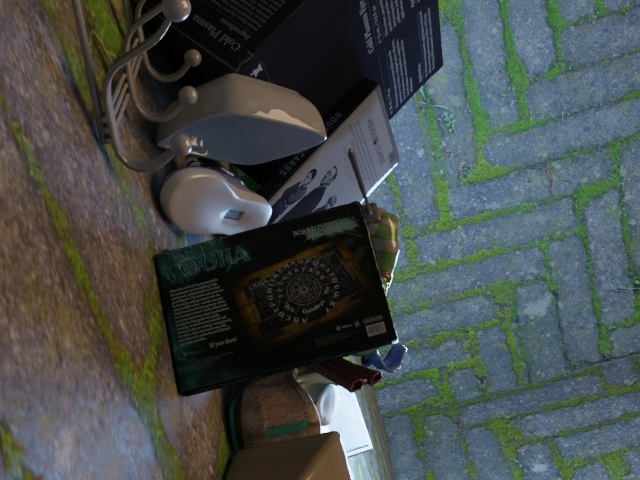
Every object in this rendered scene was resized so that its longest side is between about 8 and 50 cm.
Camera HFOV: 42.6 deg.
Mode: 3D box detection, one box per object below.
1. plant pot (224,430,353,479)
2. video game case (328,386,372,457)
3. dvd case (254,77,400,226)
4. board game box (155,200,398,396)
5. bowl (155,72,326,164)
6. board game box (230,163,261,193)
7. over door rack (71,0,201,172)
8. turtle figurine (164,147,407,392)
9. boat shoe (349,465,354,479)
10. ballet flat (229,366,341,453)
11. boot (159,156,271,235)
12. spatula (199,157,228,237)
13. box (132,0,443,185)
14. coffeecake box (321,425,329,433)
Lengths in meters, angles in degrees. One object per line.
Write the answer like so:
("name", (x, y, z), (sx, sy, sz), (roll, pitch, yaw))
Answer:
("plant pot", (-0.032, 0.245, 0.733), (0.096, 0.109, 0.109), (-13, 88, -73))
("video game case", (0.008, 0.228, 1.193), (0.201, 0.023, 0.183), (19, 50, -67))
("dvd case", (0.007, -0.073, 1.066), (0.029, 0.239, 0.179), (36, -14, 27))
("board game box", (-0.039, 0.048, 0.699), (0.026, 0.186, 0.126), (69, 7, -72))
("bowl", (-0.081, -0.123, 0.827), (0.142, 0.142, 0.053), (7, 78, -43))
("board game box", (-0.061, 0.039, 1.325), (0.316, 0.064, 0.242), (70, 6, -49))
("over door rack", (-0.165, -0.250, 0.669), (0.239, 0.108, 0.324), (-100, 173, -60))
("turtle figurine", (-0.021, 0.019, 0.906), (0.274, 0.198, 0.266), (39, -10, -15))
("boat shoe", (0.014, 0.358, 1.149), (0.066, 0.066, 0.183), (68, 7, -48))
("ballet flat", (-0.028, 0.178, 0.944), (0.316, 0.106, 0.108), (-80, 157, -81))
("boot", (-0.128, -0.053, 0.856), (0.086, 0.069, 0.190), (41, 6, 22))
("spatula", (-0.097, 0.025, 1.054), (0.084, 0.030, 0.296), (25, -37, 55))
("box", (-0.016, -0.259, 1.036), (0.179, 0.312, 0.343), (36, -14, 24))
("coffeecake box", (-0.015, 0.296, 0.954), (0.185, 0.068, 0.142), (16, 60, -86))
